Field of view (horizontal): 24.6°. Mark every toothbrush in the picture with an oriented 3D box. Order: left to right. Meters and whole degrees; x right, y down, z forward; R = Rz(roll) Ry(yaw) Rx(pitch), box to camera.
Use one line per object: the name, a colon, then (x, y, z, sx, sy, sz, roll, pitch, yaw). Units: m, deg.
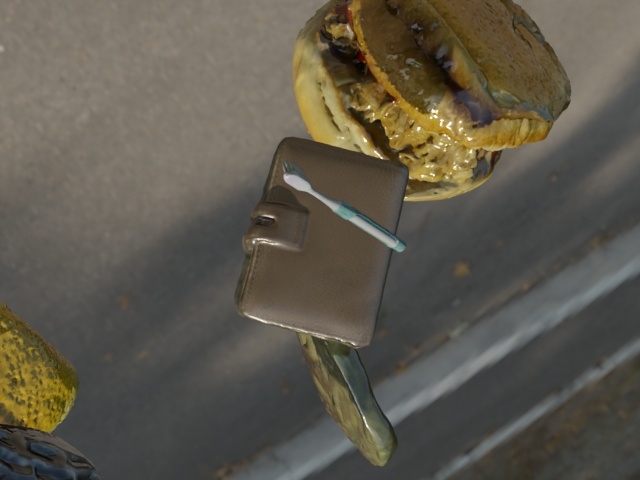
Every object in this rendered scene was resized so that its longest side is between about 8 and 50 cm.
toothbrush: (0.019, -0.022, 1.034, 0.011, 0.014, 0.167, -28, 150, 21)

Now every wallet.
wallet: (0.000, 0.000, 1.143, 0.039, 0.118, 0.152, 141, -35, -77)

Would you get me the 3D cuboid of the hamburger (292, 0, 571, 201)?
hamburger: (0.097, -0.152, 1.340, 0.244, 0.244, 0.163, -10, 151, -51)

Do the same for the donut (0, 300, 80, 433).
donut: (-0.231, 0.069, 1.002, 0.065, 0.162, 0.178, -46, 165, -8)

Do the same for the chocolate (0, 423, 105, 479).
chocolate: (-0.210, 0.129, 0.799, 0.110, 0.110, 0.248, -42, 139, 9)

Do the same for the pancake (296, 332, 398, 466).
pancake: (0.017, 0.141, 1.762, 0.050, 0.294, 0.294, -25, 157, -9)
